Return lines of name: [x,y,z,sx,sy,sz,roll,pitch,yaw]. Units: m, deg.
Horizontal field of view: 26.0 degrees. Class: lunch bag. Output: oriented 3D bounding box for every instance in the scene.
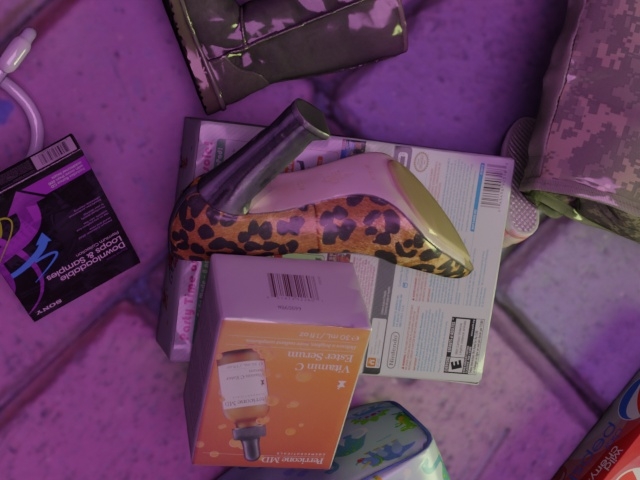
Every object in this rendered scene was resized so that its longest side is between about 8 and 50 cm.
lunch bag: [0.329,-0.115,1.328,0.287,0.169,0.235,20,84,-21]
lunch bag: [0.007,0.242,1.304,0.219,0.176,0.090,-25,103,-10]

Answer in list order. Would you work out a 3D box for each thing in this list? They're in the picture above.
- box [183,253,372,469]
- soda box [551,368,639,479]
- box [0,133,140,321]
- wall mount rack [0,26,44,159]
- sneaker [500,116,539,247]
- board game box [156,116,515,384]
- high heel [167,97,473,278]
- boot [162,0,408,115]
box: [-0.041,0.107,1.203,0.130,0.091,0.170,3,126,-14]
soda box: [0.336,0.219,1.432,0.092,0.083,0.263,40,88,-16]
box: [-0.239,-0.008,1.237,0.116,0.029,0.162,-30,140,-8]
wall mount rack: [-0.414,-0.117,1.167,0.350,0.130,0.304,36,89,-16]
sneaker: [0.189,-0.054,1.377,0.051,0.070,0.134,16,64,-13]
board game box: [0.013,0.010,1.312,0.303,0.097,0.224,6,97,-16]
high heel: [0.000,0.000,1.238,0.186,0.093,0.261,-39,125,23]
boot: [-0.036,-0.225,1.276,0.208,0.076,0.189,-21,116,-4]
